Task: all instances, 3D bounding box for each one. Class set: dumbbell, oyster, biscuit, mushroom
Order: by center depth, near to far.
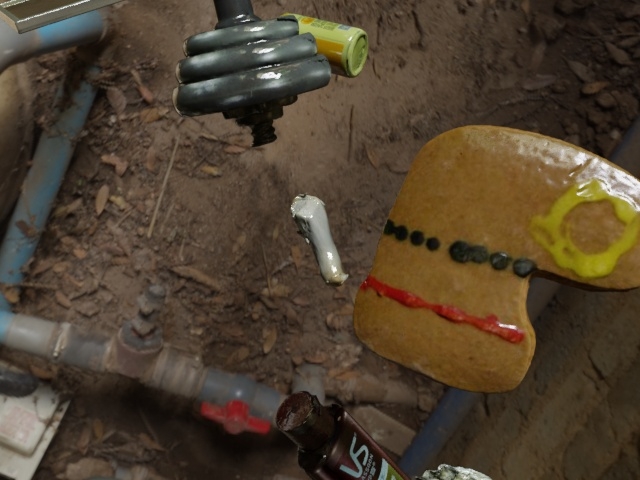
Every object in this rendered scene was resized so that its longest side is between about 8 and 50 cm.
[{"bbox_3d":[0.182,0.031,0.657,0.262,0.052,0.277,27,98,17],"label":"biscuit"},{"bbox_3d":[-0.104,-0.297,0.673,0.179,0.179,0.407,-11,107,5],"label":"dumbbell"},{"bbox_3d":[0.173,0.319,0.825,0.100,0.037,0.098,-17,126,34],"label":"oyster"},{"bbox_3d":[-0.001,-0.001,1.830,0.099,0.096,0.278,-23,91,-8],"label":"mushroom"}]

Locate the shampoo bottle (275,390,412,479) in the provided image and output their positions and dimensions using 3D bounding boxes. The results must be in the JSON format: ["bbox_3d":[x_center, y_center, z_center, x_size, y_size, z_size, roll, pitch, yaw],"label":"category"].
[{"bbox_3d":[0.047,0.368,1.094,0.084,0.129,0.323,-7,131,42],"label":"shampoo bottle"}]

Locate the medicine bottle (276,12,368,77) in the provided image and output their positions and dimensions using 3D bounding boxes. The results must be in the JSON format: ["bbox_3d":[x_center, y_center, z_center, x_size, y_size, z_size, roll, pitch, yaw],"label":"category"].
[{"bbox_3d":[-0.012,-0.470,1.590,0.238,0.124,0.124,19,119,23],"label":"medicine bottle"}]

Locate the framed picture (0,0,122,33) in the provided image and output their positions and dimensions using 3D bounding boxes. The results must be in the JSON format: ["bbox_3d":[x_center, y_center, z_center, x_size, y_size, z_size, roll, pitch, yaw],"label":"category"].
[{"bbox_3d":[-0.341,-0.386,1.015,0.289,0.211,0.020,-28,126,-21],"label":"framed picture"}]
